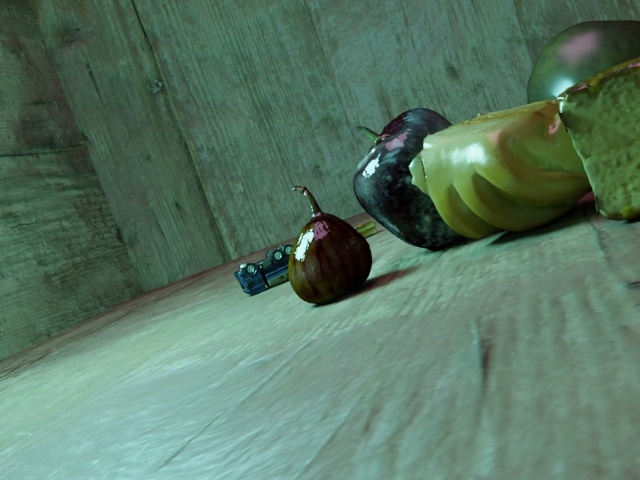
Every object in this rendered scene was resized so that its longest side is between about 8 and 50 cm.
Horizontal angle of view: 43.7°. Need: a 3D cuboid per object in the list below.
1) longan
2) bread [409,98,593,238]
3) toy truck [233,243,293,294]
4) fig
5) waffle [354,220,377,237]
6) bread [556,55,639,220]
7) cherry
[{"bbox_3d":[0.727,-0.383,2.028,0.404,0.404,0.336,-22,-39,-11],"label":"longan"},{"bbox_3d":[0.342,-0.116,1.349,0.270,0.211,0.315,-4,18,43],"label":"bread"},{"bbox_3d":[-0.115,0.068,2.027,0.201,0.088,0.074,-26,8,-18],"label":"toy truck"},{"bbox_3d":[0.021,0.019,1.429,0.149,0.202,0.148,21,-9,-37],"label":"fig"},{"bbox_3d":[0.090,-0.013,2.430,0.148,0.042,0.102,-23,2,-28],"label":"waffle"},{"bbox_3d":[0.516,-0.173,1.088,0.279,0.207,0.279,-19,3,37],"label":"bread"},{"bbox_3d":[0.184,-0.122,1.539,0.218,0.296,0.255,-34,14,36],"label":"cherry"}]
